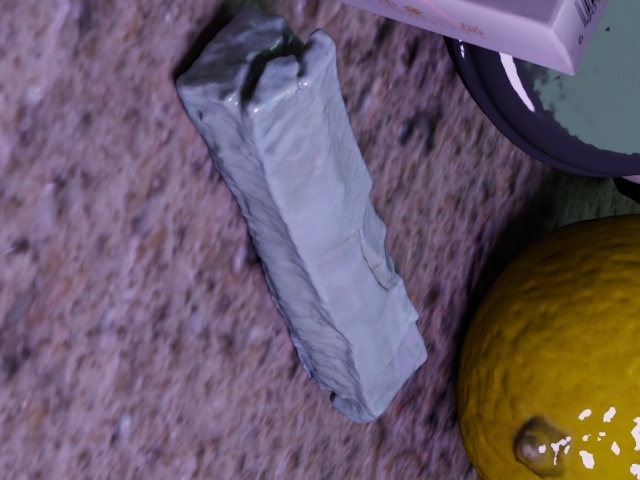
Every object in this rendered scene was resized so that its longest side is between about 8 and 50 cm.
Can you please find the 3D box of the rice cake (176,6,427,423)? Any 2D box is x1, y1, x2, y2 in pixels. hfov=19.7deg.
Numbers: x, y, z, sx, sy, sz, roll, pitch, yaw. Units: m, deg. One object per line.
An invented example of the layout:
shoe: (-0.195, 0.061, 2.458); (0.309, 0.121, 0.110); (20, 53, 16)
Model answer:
rice cake: (0.000, 0.000, 0.991); (0.066, 0.063, 0.336); (-51, 152, -18)

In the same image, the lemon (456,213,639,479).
lemon: (0.219, 0.104, 1.300); (0.267, 0.267, 0.267); (-45, 146, -43)

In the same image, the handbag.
handbag: (0.205, -0.181, 1.075); (0.308, 0.093, 0.254); (-37, 116, -2)

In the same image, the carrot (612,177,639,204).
carrot: (0.286, -0.041, 1.395); (0.228, 0.069, 0.069); (-138, -118, -70)

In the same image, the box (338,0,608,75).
box: (0.103, -0.215, 0.932); (0.233, 0.149, 0.067); (-65, 158, -9)

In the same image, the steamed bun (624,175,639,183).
steamed bun: (0.226, -0.130, 1.270); (0.228, 0.130, 0.177); (24, 77, -63)
